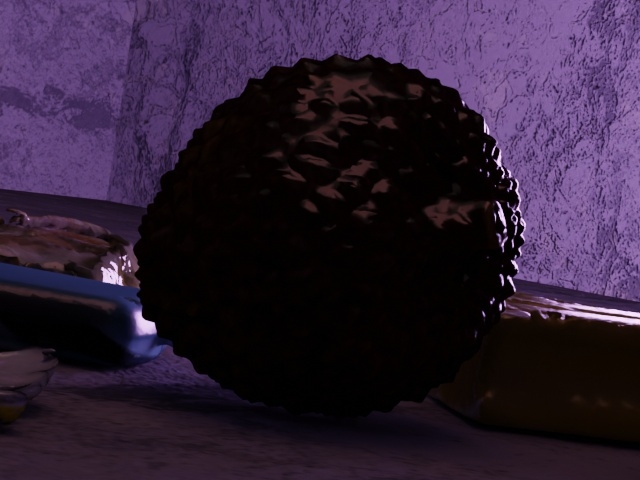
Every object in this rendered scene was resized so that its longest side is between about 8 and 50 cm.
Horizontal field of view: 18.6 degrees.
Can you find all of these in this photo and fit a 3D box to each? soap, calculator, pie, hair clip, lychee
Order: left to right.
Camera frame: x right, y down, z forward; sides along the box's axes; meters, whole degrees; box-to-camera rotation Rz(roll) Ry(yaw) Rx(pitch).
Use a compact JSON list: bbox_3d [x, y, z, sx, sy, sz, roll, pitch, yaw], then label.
[{"bbox_3d":[-0.205,0.066,1.033,0.116,0.049,0.172,13,0,0],"label":"hair clip"},{"bbox_3d":[-0.311,0.009,1.684,0.337,0.075,0.337,9,8,-1],"label":"pie"},{"bbox_3d":[-0.234,0.043,1.384,0.293,0.051,0.173,10,1,6],"label":"calculator"},{"bbox_3d":[0.000,0.000,1.237,0.271,0.236,0.236,-15,-13,38],"label":"lychee"},{"bbox_3d":[0.242,0.098,1.412,0.315,0.091,0.199,9,3,-11],"label":"soap"}]
